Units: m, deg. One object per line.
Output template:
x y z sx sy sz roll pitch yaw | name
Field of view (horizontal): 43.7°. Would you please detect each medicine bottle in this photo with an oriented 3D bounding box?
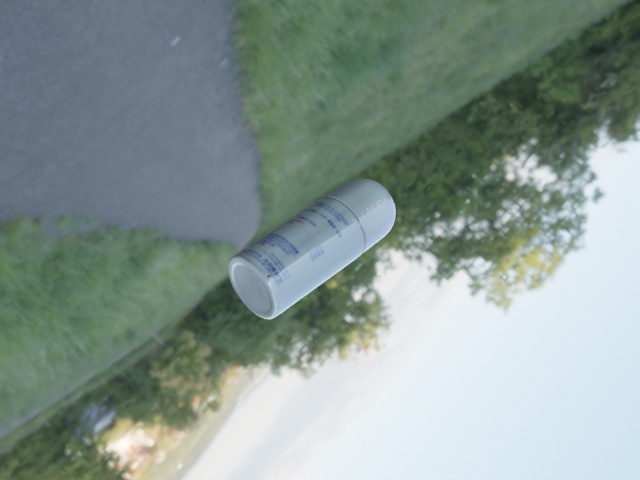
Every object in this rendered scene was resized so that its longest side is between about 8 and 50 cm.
0.000 0.000 1.450 0.341 0.130 0.130 -36 171 -31 | medicine bottle
